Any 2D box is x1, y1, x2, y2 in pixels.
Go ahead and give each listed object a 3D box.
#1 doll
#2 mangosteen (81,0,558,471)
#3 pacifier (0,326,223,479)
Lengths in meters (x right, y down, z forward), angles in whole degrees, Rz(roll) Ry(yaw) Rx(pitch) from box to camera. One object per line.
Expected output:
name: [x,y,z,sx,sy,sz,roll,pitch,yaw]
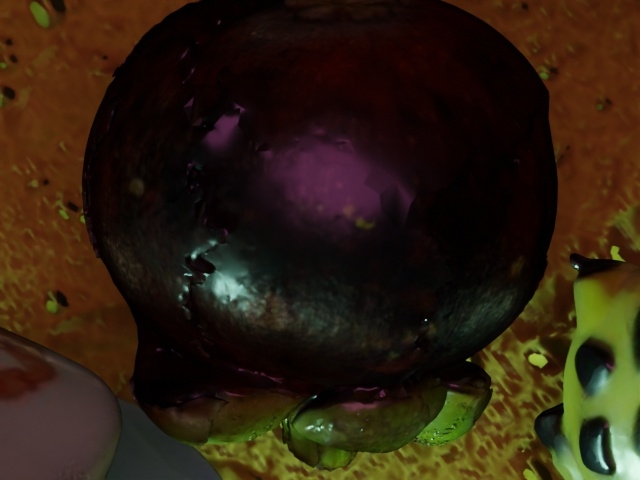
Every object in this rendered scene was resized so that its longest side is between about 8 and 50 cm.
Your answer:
doll: [0.149,0.140,0.690,0.117,0.086,0.291,-12,92,36]
mangosteen: [0.000,0.000,0.687,0.166,0.166,0.180,-2,105,-1]
pacifier: [-0.167,0.124,0.676,0.279,0.227,0.207,24,124,2]
